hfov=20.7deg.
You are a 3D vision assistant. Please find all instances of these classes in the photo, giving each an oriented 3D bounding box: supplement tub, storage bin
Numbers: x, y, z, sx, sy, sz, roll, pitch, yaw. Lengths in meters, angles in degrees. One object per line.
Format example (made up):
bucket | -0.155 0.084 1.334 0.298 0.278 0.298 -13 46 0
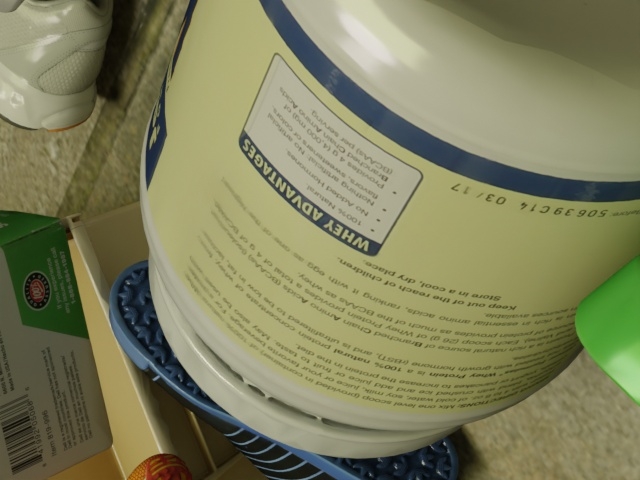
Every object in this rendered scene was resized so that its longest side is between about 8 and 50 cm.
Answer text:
supplement tub | 0.051 -0.058 0.768 0.235 0.235 0.325 53 149 16
storage bin | -0.139 0.114 1.181 0.262 0.123 0.260 -18 94 51

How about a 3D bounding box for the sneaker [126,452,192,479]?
sneaker | -0.119 0.186 1.050 0.067 0.064 0.175 51 137 33

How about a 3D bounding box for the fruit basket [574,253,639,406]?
fruit basket | 0.250 0.143 0.617 0.392 0.283 0.392 7 101 38

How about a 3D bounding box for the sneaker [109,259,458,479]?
sneaker | -0.031 0.102 1.041 0.232 0.081 0.090 34 148 5

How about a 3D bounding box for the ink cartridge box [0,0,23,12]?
ink cartridge box | -0.221 -0.264 0.933 0.270 0.197 0.198 156 118 -66

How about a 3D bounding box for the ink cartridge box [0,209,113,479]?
ink cartridge box | -0.240 0.086 1.018 0.087 0.208 0.153 9 115 46

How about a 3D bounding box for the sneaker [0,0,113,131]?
sneaker | -0.225 -0.198 1.160 0.262 0.099 0.121 43 129 15
